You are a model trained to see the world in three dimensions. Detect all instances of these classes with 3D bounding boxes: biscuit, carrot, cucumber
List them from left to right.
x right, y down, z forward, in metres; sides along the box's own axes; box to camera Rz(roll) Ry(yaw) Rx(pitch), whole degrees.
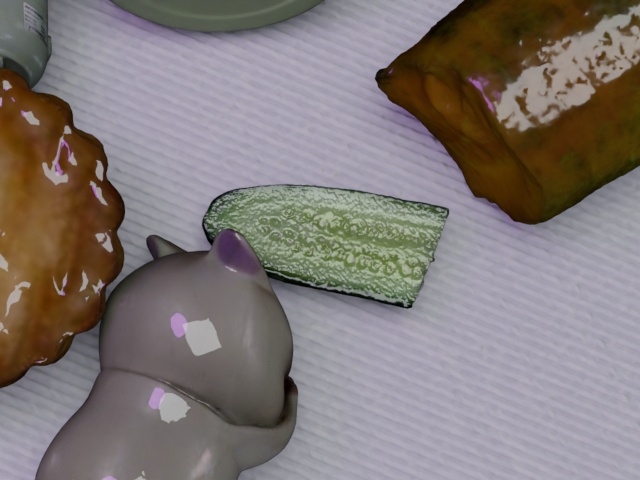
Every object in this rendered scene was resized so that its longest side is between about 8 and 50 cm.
[{"bbox_3d":[-0.346,-0.012,1.695,0.326,0.107,0.325,0,99,-2],"label":"biscuit"},{"bbox_3d":[0.000,0.000,1.837,0.244,0.063,0.115,14,73,-1],"label":"cucumber"},{"bbox_3d":[0.253,-0.174,1.793,0.341,0.241,0.241,-34,84,-4],"label":"carrot"}]

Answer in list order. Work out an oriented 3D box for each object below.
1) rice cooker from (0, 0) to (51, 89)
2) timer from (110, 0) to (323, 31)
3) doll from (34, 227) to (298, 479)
[{"bbox_3d":[-0.374,-0.259,1.770,0.226,0.226,0.244,0,69,-3],"label":"rice cooker"},{"bbox_3d":[-0.105,-0.419,1.824,0.291,0.290,0.315,-1,60,-3],"label":"timer"},{"bbox_3d":[-0.148,0.187,1.723,0.226,0.215,0.370,34,73,-21],"label":"doll"}]
